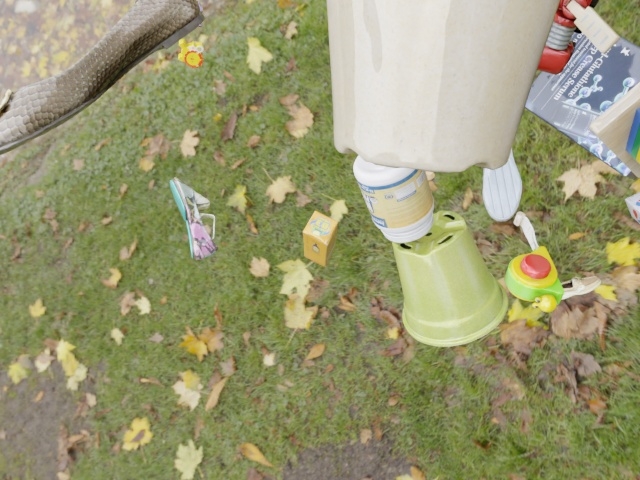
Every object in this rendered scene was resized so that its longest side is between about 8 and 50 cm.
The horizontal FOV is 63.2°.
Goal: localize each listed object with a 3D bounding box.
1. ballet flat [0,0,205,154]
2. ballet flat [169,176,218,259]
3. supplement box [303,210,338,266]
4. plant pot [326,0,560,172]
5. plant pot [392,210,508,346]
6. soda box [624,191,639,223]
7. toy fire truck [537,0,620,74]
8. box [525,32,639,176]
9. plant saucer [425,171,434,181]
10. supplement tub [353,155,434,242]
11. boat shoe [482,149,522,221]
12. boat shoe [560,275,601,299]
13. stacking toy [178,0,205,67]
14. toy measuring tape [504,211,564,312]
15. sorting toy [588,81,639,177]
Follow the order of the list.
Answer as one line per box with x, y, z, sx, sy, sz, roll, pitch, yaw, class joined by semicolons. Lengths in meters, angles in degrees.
-0.208;-0.162;0.467;0.250;0.058;0.084;-46;35;-21;ballet flat
-0.294;-0.057;1.236;0.079;0.077;0.221;-15;66;-19;ballet flat
0.000;0.000;1.474;0.078;0.233;0.080;27;76;7;supplement box
0.135;-0.252;0.623;0.333;0.334;0.306;14;112;24;plant pot
0.300;0.076;1.296;0.276;0.276;0.254;-13;121;23;plant pot
0.925;-0.070;1.434;0.074;0.216;0.069;-27;106;20;soda box
0.577;-0.478;1.204;0.158;0.246;0.217;20;133;9;toy fire truck
0.860;-0.414;1.547;0.395;0.212;0.293;46;117;26;box
0.356;-0.223;1.817;0.083;0.083;0.015;14;131;24;plant saucer
0.167;-0.107;1.142;0.144;0.200;0.144;-16;39;13;supplement tub
0.538;-0.196;1.553;0.109;0.094;0.302;-2;73;15;boat shoe
0.756;0.133;1.539;0.135;0.050;0.045;-26;108;20;boat shoe
-0.244;-0.476;1.005;0.221;0.052;0.167;108;157;-47;stacking toy
0.510;0.047;1.317;0.121;0.121;0.330;-25;40;20;toy measuring tape
0.649;-0.219;0.908;0.257;0.255;0.089;-45;49;28;sorting toy
